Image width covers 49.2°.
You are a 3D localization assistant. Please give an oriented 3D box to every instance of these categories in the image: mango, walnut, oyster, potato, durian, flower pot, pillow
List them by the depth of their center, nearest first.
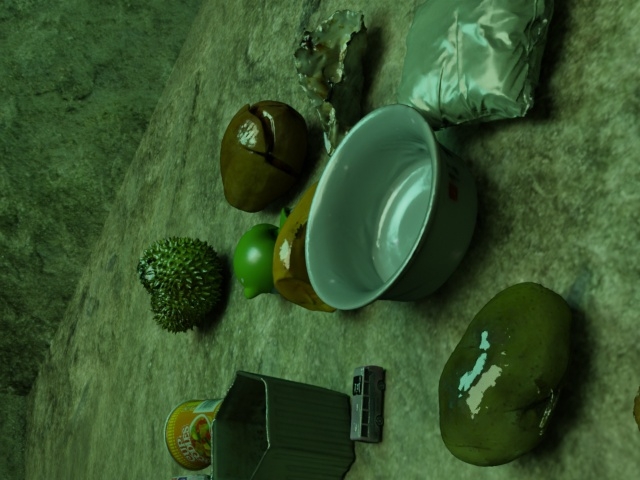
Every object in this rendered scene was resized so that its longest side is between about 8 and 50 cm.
[{"bbox_3d":[0.242,0.174,0.902,0.248,0.143,0.169,-65,25,-5],"label":"potato"},{"bbox_3d":[0.244,-0.309,1.156,0.310,0.138,0.284,-7,69,55],"label":"pillow"},{"bbox_3d":[-0.074,0.360,1.277,0.239,0.189,0.209,-64,31,17],"label":"flower pot"},{"bbox_3d":[0.000,0.000,1.366,0.138,0.187,0.257,-11,47,43],"label":"mango"},{"bbox_3d":[0.040,-0.351,1.529,0.197,0.133,0.337,-32,51,46],"label":"oyster"},{"bbox_3d":[-0.147,-0.187,1.699,0.336,0.208,0.209,119,151,-43],"label":"walnut"},{"bbox_3d":[-0.372,0.107,1.901,0.291,0.224,0.291,161,90,-73],"label":"durian"}]

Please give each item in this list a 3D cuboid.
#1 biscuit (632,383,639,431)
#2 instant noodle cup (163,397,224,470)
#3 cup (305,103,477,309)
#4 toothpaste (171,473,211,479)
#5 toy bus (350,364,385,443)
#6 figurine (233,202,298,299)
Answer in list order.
[{"bbox_3d":[0.416,0.118,0.748,0.247,0.029,0.118,-68,23,7],"label":"biscuit"},{"bbox_3d":[-0.231,0.420,1.559,0.185,0.168,0.169,-25,54,42],"label":"instant noodle cup"},{"bbox_3d":[0.133,-0.036,1.169,0.347,0.163,0.347,-35,46,46],"label":"cup"},{"bbox_3d":[-0.310,0.595,1.693,0.196,0.040,0.047,-28,47,50],"label":"toothpaste"},{"bbox_3d":[0.079,0.279,1.199,0.037,0.052,0.131,-26,53,53],"label":"toy bus"},{"bbox_3d":[-0.093,0.011,1.562,0.263,0.143,0.162,-49,42,17],"label":"figurine"}]
